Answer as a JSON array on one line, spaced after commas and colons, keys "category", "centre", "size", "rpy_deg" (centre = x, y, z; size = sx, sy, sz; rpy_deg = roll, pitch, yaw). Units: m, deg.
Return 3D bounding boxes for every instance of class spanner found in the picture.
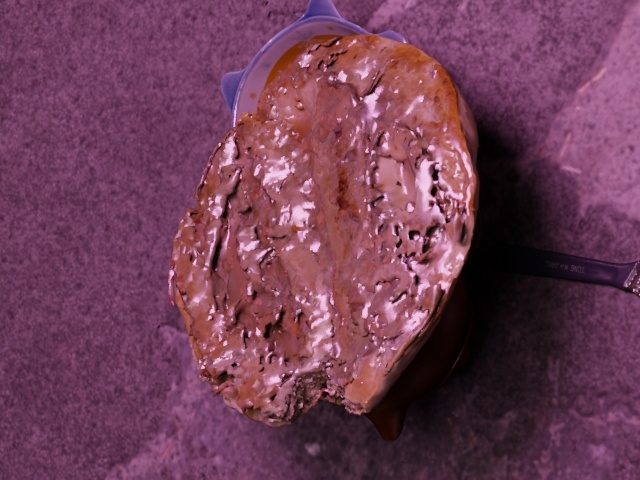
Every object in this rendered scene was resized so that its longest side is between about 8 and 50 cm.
[{"category": "spanner", "centre": [0.248, 0.024, 1.866], "size": [0.208, 0.012, 0.046], "rpy_deg": [8, 90, 35]}]

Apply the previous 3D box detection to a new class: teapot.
[{"category": "teapot", "centre": [0.095, 0.068, 1.911], "size": [0.178, 0.135, 0.252], "rpy_deg": [6, 69, 63]}]

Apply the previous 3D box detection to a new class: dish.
[{"category": "dish", "centre": [0.014, -0.129, 1.995], "size": [0.236, 0.086, 0.228], "rpy_deg": [-14, 77, 33]}]

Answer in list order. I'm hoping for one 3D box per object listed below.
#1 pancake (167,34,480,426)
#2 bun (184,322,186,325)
[{"category": "pancake", "centre": [-0.001, -0.001, 1.865], "size": [0.382, 0.071, 0.382], "rpy_deg": [-19, 62, 39]}, {"category": "bun", "centre": [-0.088, 0.055, 2.050], "size": [0.140, 0.083, 0.141], "rpy_deg": [-5, 80, 32]}]
